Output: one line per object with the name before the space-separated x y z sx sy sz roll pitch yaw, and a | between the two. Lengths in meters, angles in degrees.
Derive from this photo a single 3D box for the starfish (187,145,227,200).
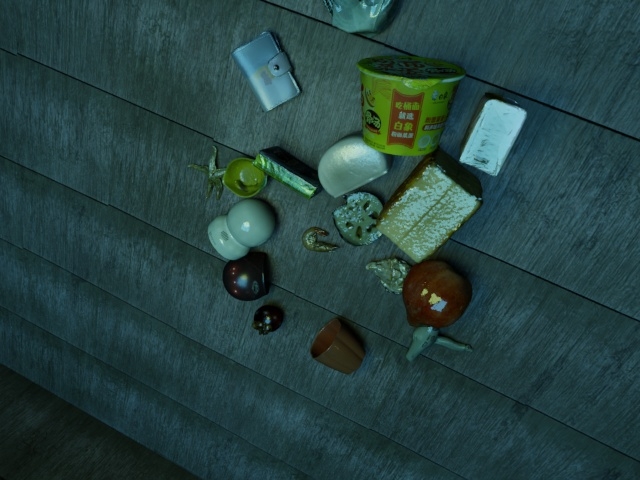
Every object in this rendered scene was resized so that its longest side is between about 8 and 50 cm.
starfish | -0.431 -0.263 1.640 0.216 0.050 0.224 18 112 20

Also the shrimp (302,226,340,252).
shrimp | 0.003 -0.002 1.599 0.162 0.045 0.095 7 93 22

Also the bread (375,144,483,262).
bread | 0.338 -0.116 1.288 0.207 0.279 0.279 37 116 0

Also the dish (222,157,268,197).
dish | -0.267 -0.244 1.563 0.207 0.080 0.149 -5 106 23

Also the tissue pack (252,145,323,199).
tissue pack | -0.099 -0.239 1.452 0.235 0.173 0.073 33 112 5

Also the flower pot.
flower pot | 0.080 0.443 1.681 0.173 0.191 0.190 39 120 -11

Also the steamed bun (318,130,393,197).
steamed bun | 0.108 -0.266 1.379 0.241 0.146 0.164 -24 105 28

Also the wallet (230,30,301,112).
wallet | -0.177 -0.567 1.400 0.170 0.069 0.231 -26 105 9

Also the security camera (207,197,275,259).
security camera | -0.288 -0.056 1.591 0.236 0.194 0.195 -33 98 22

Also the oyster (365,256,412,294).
oyster | 0.259 0.133 1.537 0.191 0.081 0.163 12 120 19

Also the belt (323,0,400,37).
belt | 0.114 -0.720 1.186 0.207 0.150 0.258 -21 102 35

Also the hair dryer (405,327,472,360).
hair dryer | 0.431 0.413 1.608 0.225 0.088 0.219 34 127 -14

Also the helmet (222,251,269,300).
helmet | -0.300 0.150 1.695 0.216 0.193 0.189 20 123 44

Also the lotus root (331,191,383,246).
lotus root | 0.140 -0.086 1.488 0.183 0.078 0.204 -15 114 10

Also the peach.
peach | 0.386 0.198 1.435 0.232 0.232 0.257 43 102 -1

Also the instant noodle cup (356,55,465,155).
instant noodle cup | 0.246 -0.392 1.207 0.311 0.311 0.222 12 125 15

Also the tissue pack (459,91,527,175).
tissue pack | 0.486 -0.310 1.181 0.124 0.225 0.185 25 118 8

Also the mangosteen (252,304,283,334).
mangosteen | -0.229 0.345 1.766 0.140 0.140 0.140 7 114 17
